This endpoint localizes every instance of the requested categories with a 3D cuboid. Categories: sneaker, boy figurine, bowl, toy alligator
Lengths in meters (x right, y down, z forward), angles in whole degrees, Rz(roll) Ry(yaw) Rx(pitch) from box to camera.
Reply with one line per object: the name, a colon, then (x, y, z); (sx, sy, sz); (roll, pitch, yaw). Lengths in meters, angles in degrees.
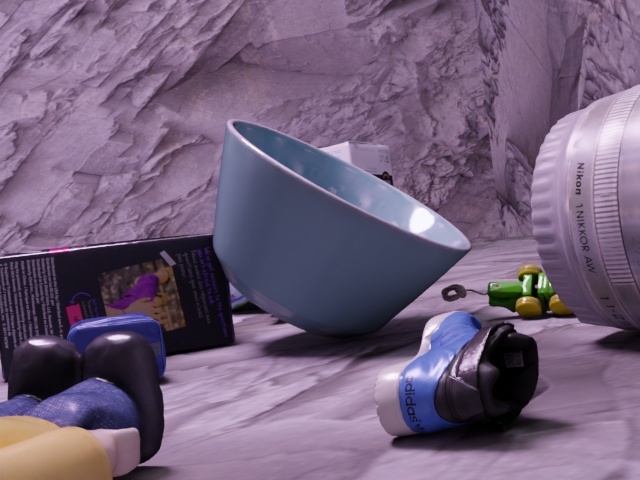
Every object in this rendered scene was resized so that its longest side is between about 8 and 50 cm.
sneaker: (0.101, 0.077, 0.479); (0.085, 0.058, 0.152); (-13, 2, 29)
boy figurine: (-0.177, 0.099, 0.325); (0.177, 0.092, 0.285); (-4, -2, 13)
bowl: (0.000, 0.000, 0.886); (0.312, 0.163, 0.311); (26, 12, -6)
toy alligator: (0.237, 0.065, 0.879); (0.190, 0.056, 0.051); (-8, -42, 29)

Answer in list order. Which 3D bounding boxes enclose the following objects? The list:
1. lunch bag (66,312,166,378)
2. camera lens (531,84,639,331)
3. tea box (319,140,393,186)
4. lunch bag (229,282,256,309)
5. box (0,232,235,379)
lunch bag: (-0.200, 0.107, 0.732); (0.098, 0.067, 0.065); (-8, 1, -21)
camera lens: (0.341, -0.032, 0.606); (0.219, 0.219, 0.274); (-7, 1, -40)
tea box: (-0.002, -0.058, 1.896); (0.329, 0.323, 0.220); (-7, 0, 32)
lunch bag: (-0.089, 0.055, 1.352); (0.219, 0.090, 0.176); (-29, -13, 40)
box: (-0.261, 0.074, 0.957); (0.270, 0.143, 0.165); (-6, 1, -20)
